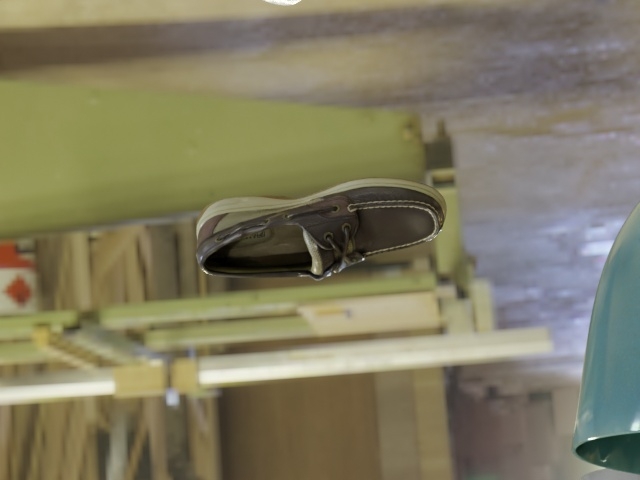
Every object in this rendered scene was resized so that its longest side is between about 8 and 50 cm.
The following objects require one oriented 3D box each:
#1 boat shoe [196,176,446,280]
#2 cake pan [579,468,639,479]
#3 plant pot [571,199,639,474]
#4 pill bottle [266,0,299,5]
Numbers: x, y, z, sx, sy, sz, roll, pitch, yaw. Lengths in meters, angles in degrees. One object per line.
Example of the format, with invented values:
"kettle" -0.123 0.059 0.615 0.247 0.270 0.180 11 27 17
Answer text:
"boat shoe" 0.000 0.000 0.936 0.152 0.049 0.056 -8 129 10
"cake pan" 0.434 0.310 1.866 0.293 0.054 0.293 2 162 1
"plant pot" 0.366 0.073 1.351 0.293 0.235 0.293 4 165 1
"pill bottle" -0.030 -0.319 1.637 0.078 0.137 0.078 16 160 6
